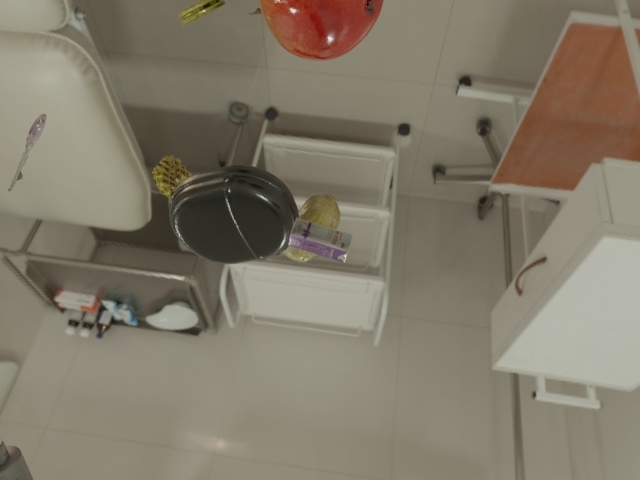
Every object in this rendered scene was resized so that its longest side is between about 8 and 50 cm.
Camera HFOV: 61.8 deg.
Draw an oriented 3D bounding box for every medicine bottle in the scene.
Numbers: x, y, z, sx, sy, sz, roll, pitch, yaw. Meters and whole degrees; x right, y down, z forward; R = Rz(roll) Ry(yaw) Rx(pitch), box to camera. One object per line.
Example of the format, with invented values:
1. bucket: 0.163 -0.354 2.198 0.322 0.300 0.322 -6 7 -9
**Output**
1. medicine bottle: -0.419 0.320 0.715 0.057 0.058 0.199 -1 115 15

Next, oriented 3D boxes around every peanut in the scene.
1. peanut: -0.023 -0.035 1.489 0.129 0.224 0.129 34 161 14

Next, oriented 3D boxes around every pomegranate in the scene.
1. pomegranate: -0.016 -0.430 0.917 0.256 0.221 0.221 15 150 20

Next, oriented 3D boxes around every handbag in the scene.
1. handbag: -0.197 -0.049 1.227 0.307 0.093 0.254 -9 129 20

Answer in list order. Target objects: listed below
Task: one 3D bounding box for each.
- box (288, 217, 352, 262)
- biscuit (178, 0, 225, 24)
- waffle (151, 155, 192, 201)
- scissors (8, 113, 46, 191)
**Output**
1. box: 0.000 0.000 1.028 0.117 0.051 0.036 18 140 3
2. biscuit: -0.204 -0.397 0.919 0.083 0.084 0.023 -13 117 31
3. waffle: -0.478 -0.196 1.745 0.051 0.194 0.149 -28 112 18
4. scissors: -0.737 -0.219 1.345 0.021 0.213 0.110 22 174 -37
